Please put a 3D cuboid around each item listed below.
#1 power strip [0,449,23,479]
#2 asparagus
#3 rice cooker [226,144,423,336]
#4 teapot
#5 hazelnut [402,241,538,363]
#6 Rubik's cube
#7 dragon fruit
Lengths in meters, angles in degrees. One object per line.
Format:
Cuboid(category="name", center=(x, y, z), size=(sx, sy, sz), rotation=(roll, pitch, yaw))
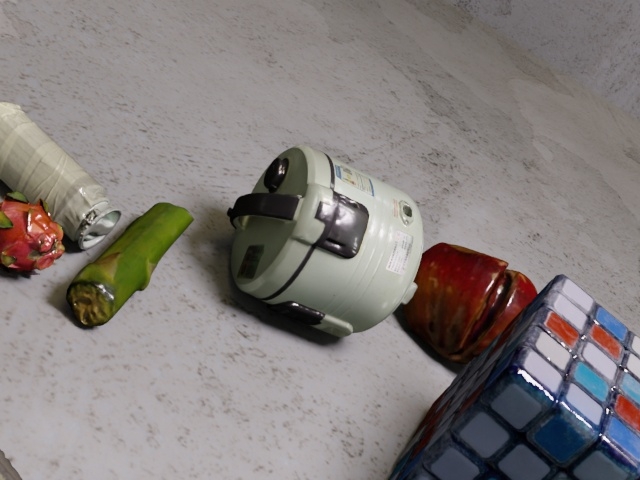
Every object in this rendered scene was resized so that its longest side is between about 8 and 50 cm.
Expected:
Cuboid(category="power strip", center=(-0.309, 0.235, 0.828), size=(0.251, 0.092, 0.257), rotation=(40, 25, 13))
Cuboid(category="asparagus", center=(-0.225, 0.016, 1.271), size=(0.067, 0.060, 0.278), rotation=(26, 29, 0))
Cuboid(category="rice cooker", center=(0.000, 0.000, 1.386), size=(0.244, 0.226, 0.226), rotation=(27, 30, -24))
Cuboid(category="teapot", center=(-0.329, -0.076, 1.280), size=(0.200, 0.077, 0.107), rotation=(43, 10, 10))
Cuboid(category="hazelnut", center=(0.218, 0.097, 1.555), size=(0.204, 0.178, 0.178), rotation=(32, 29, 0))
Cuboid(category="Rubik's cube", center=(0.278, 0.265, 1.228), size=(0.287, 0.292, 0.293), rotation=(41, 31, 5))
Cuboid(category="dragon fruit", center=(-0.336, -0.011, 1.168), size=(0.081, 0.086, 0.116), rotation=(-34, 59, -20))
